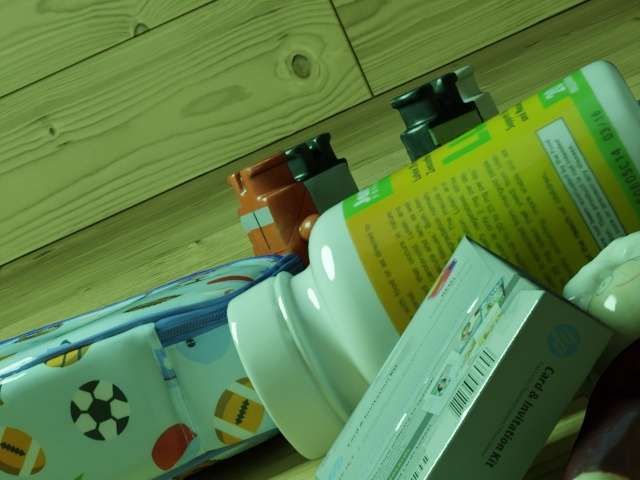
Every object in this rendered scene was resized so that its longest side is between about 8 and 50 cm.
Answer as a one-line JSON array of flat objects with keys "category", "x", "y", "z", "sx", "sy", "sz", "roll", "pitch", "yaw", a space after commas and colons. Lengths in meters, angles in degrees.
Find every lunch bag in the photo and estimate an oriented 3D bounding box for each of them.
[{"category": "lunch bag", "x": -0.146, "y": 0.101, "z": 1.146, "sx": 0.303, "sy": 0.115, "sz": 0.243, "roll": -18, "pitch": 6, "yaw": 13}]

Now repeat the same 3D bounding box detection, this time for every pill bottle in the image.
[{"category": "pill bottle", "x": 0.079, "y": 0.018, "z": 0.953, "sx": 0.246, "sy": 0.136, "sz": 0.136, "roll": -29, "pitch": 8, "yaw": 9}]

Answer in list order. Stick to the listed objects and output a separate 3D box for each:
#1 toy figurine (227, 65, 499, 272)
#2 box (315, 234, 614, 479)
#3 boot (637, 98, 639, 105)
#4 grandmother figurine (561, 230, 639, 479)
[{"category": "toy figurine", "x": 0.056, "y": -0.026, "z": 1.320, "sx": 0.213, "sy": 0.148, "sz": 0.209, "roll": -25, "pitch": 3, "yaw": 13}, {"category": "box", "x": 0.056, "y": 0.077, "z": 0.790, "sx": 0.145, "sy": 0.038, "sz": 0.186, "roll": -58, "pitch": 9, "yaw": 3}, {"category": "boot", "x": 0.403, "y": -0.115, "z": 0.859, "sx": 0.445, "sy": 0.146, "sz": 0.367, "roll": -22, "pitch": 1, "yaw": 0}, {"category": "grandmother figurine", "x": 0.172, "y": 0.053, "z": 0.660, "sx": 0.208, "sy": 0.104, "sz": 0.342, "roll": -21, "pitch": 10, "yaw": -7}]
